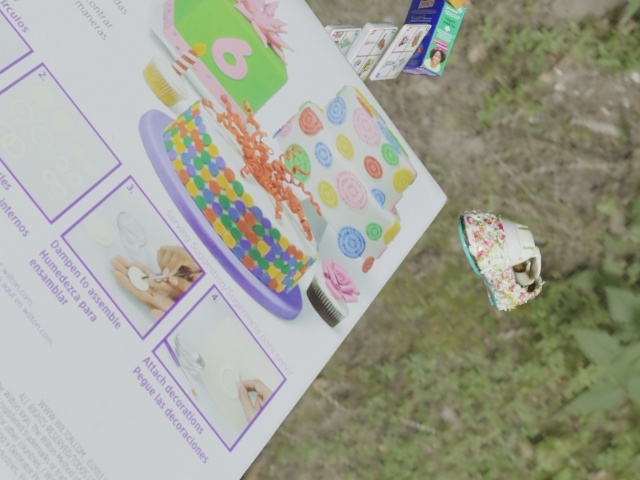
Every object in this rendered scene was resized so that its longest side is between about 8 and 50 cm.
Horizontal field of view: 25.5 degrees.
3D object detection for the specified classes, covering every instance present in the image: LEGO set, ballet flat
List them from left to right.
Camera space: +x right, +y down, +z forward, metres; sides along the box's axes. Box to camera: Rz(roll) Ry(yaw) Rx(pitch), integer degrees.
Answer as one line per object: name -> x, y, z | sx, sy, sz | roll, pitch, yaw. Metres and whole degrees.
LEGO set -> -0.004, -0.149, 1.537 | 0.182, 0.060, 0.244 | -14, 145, -51
ballet flat -> 0.213, 0.014, 1.635 | 0.077, 0.091, 0.241 | -15, 159, 10

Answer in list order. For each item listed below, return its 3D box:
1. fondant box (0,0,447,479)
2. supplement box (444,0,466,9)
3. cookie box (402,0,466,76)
fondant box -> -0.101, -0.019, 0.606 | 0.096, 0.330, 0.238 | -29, 103, 39
supplement box -> 0.136, -0.410, 1.840 | 0.078, 0.080, 0.233 | -43, 134, 1
cookie box -> 0.154, -0.293, 2.031 | 0.040, 0.092, 0.107 | 21, 88, -29
